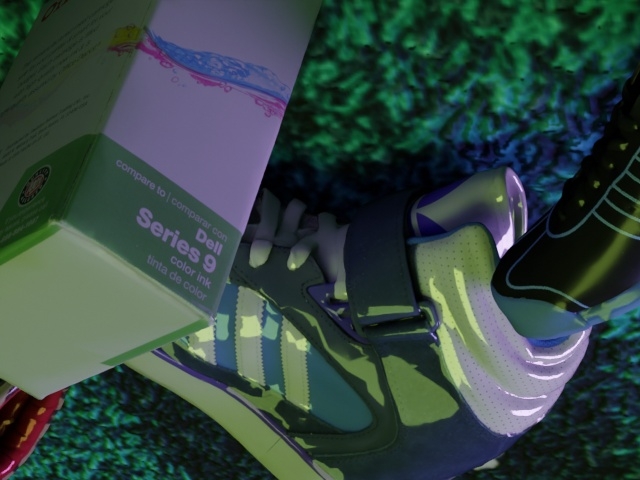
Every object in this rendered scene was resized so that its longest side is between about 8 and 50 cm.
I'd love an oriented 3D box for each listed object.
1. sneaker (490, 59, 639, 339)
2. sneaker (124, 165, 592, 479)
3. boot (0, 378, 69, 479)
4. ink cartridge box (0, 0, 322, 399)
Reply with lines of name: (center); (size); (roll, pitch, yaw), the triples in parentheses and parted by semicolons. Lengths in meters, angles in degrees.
sneaker: (0.160, -0.041, 0.701); (0.232, 0.081, 0.090); (-35, 113, 27)
sneaker: (0.000, 0.000, 0.850); (0.323, 0.130, 0.236); (42, 121, -5)
boot: (-0.270, -0.006, 0.844); (0.284, 0.138, 0.377); (41, 151, 8)
ink cartridge box: (-0.097, -0.048, 0.718); (0.093, 0.212, 0.154); (34, 143, -27)
